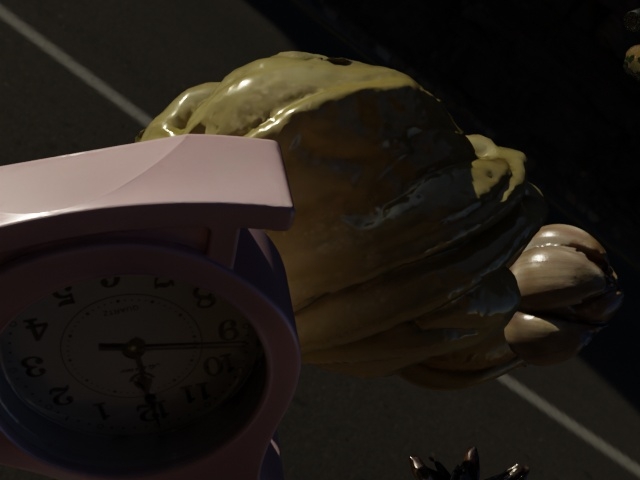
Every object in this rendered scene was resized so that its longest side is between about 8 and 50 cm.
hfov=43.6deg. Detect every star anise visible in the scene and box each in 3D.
[{"bbox_3d":[0.194,0.419,1.156,0.272,0.272,0.102,-99,167,-53],"label":"star anise"}]

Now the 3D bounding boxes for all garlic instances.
[{"bbox_3d":[0.373,0.080,1.285,0.160,0.191,0.214,55,50,-17],"label":"garlic"}]

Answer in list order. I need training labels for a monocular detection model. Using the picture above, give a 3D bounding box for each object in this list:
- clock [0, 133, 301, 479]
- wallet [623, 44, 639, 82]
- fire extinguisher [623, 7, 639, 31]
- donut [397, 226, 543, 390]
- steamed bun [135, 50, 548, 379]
[{"bbox_3d":[-0.154,0.085,0.478,0.290,0.275,0.080,-8,35,-7],"label":"clock"},{"bbox_3d":[0.328,-0.069,0.577,0.169,0.044,0.317,32,20,-8],"label":"wallet"},{"bbox_3d":[0.354,-0.241,0.837,0.083,0.028,0.022,-23,34,-25],"label":"fire extinguisher"},{"bbox_3d":[0.258,0.076,1.544,0.449,0.198,0.448,3,70,-10],"label":"donut"},{"bbox_3d":[0.005,0.000,0.706,0.372,0.325,0.230,14,69,-28],"label":"steamed bun"}]
